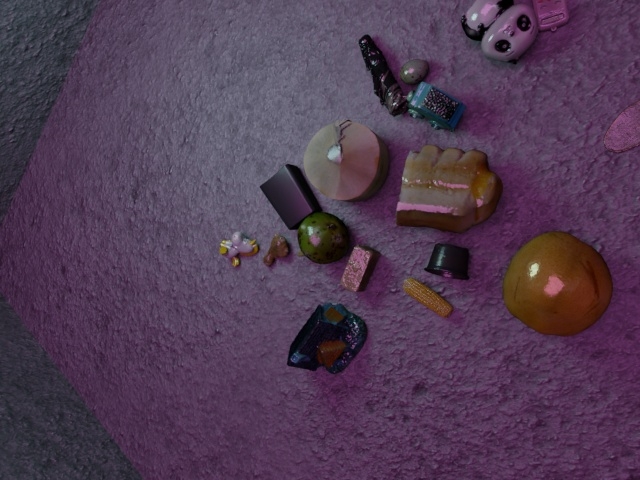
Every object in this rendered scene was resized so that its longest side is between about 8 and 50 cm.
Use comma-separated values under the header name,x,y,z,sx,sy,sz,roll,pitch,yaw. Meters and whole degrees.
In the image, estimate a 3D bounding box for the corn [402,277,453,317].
name,x,y,z,sx,sy,sz,roll,pitch,yaw
corn,0.392,0.208,1.656,0.206,0.067,0.067,36,105,20

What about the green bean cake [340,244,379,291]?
name,x,y,z,sx,sy,sz,roll,pitch,yaw
green bean cake,0.154,0.109,1.746,0.085,0.109,0.179,26,101,23

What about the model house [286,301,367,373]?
name,x,y,z,sx,sy,sz,roll,pitch,yaw
model house,0.013,0.391,1.744,0.226,0.241,0.261,38,105,23

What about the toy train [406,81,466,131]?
name,x,y,z,sx,sy,sz,roll,pitch,yaw
toy train,0.403,-0.469,1.581,0.203,0.163,0.112,25,98,-3

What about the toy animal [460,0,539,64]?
name,x,y,z,sx,sy,sz,roll,pitch,yaw
toy animal,0.606,-0.714,1.501,0.187,0.165,0.235,-46,72,31

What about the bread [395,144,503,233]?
name,x,y,z,sx,sy,sz,roll,pitch,yaw
bread,0.446,-0.166,1.558,0.341,0.210,0.300,5,70,19

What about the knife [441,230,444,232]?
name,x,y,z,sx,sy,sz,roll,pitch,yaw
knife,0.398,-0.097,1.679,0.184,0.022,0.026,48,135,18

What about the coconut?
name,x,y,z,sx,sy,sz,roll,pitch,yaw
coconut,0.096,-0.289,1.672,0.323,0.323,0.323,0,90,25

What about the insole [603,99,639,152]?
name,x,y,z,sx,sy,sz,roll,pitch,yaw
insole,1.038,-0.406,1.384,0.348,0.009,0.119,-40,73,20

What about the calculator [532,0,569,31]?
name,x,y,z,sx,sy,sz,roll,pitch,yaw
calculator,0.765,-0.782,1.500,0.100,0.032,0.175,-10,86,25

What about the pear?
name,x,y,z,sx,sy,sz,roll,pitch,yaw
pear,0.725,0.136,1.384,0.314,0.314,0.314,0,90,25

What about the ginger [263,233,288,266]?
name,x,y,z,sx,sy,sz,roll,pitch,yaw
ginger,-0.186,0.052,1.934,0.096,0.067,0.165,39,118,20

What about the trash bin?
name,x,y,z,sx,sy,sz,roll,pitch,yaw
trash bin,-0.118,-0.177,1.879,0.165,0.115,0.225,-36,79,20

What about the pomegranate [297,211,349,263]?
name,x,y,z,sx,sy,sz,roll,pitch,yaw
pomegranate,0.000,0.000,1.786,0.211,0.211,0.263,64,147,12

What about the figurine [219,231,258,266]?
name,x,y,z,sx,sy,sz,roll,pitch,yaw
figurine,-0.361,0.027,2.010,0.178,0.109,0.129,-30,104,22

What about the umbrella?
name,x,y,z,sx,sy,sz,roll,pitch,yaw
umbrella,0.225,-0.631,1.719,0.106,0.113,0.357,-26,73,8

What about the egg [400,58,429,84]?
name,x,y,z,sx,sy,sz,roll,pitch,yaw
egg,0.348,-0.628,1.667,0.110,0.085,0.085,-33,77,18

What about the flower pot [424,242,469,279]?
name,x,y,z,sx,sy,sz,roll,pitch,yaw
flower pot,0.456,0.072,1.590,0.157,0.157,0.106,12,81,25
